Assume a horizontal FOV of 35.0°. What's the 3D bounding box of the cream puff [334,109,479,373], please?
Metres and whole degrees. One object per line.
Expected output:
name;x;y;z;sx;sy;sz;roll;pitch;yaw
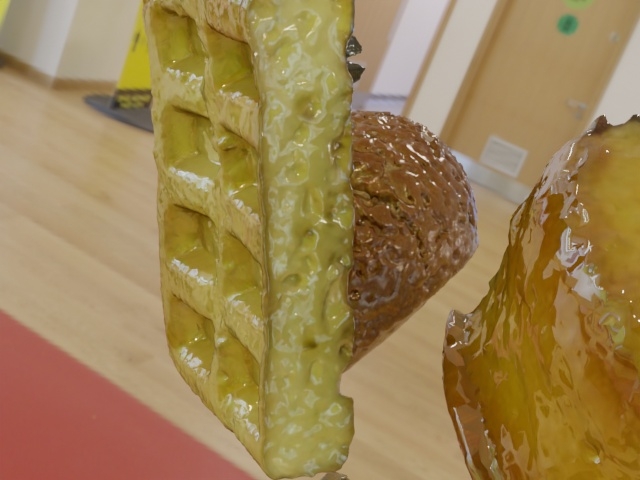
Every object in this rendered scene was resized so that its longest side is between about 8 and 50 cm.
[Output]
cream puff;0.000;0.000;0.955;0.212;0.303;0.303;52;17;-2

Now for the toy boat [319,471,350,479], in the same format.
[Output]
toy boat;-0.003;0.419;1.583;0.049;0.047;0.149;24;46;26

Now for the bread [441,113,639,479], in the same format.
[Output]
bread;0.215;0.098;0.429;0.340;0.194;0.179;19;40;7

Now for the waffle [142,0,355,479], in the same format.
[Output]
waffle;-0.043;-0.019;0.559;0.057;0.274;0.168;-10;21;-26

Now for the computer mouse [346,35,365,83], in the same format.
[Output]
computer mouse;-0.014;-0.205;1.189;0.135;0.079;0.047;-4;27;0
